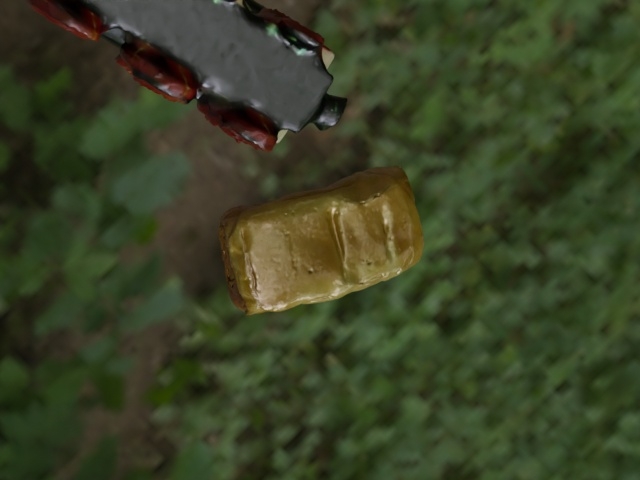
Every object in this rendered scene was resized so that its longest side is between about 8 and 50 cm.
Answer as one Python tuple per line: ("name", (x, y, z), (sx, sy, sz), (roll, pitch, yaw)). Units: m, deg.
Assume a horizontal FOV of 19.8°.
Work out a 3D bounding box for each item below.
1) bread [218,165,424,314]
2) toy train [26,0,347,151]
("bread", (0.000, 0.000, 1.147), (0.132, 0.074, 0.053), (-15, -166, -24))
("toy train", (-0.055, -0.082, 0.664), (0.050, 0.138, 0.087), (-57, -156, 6))
